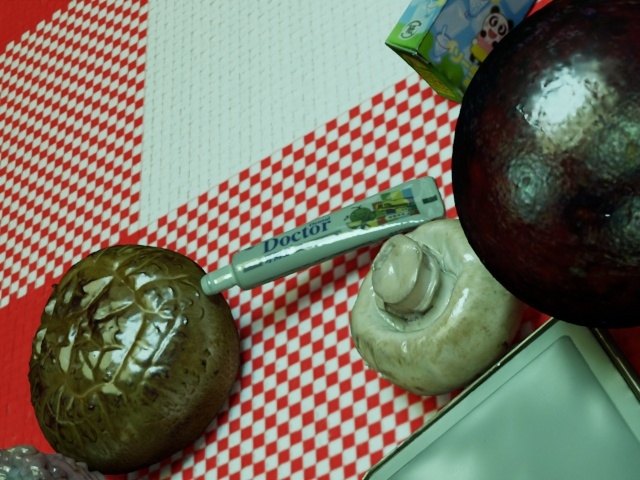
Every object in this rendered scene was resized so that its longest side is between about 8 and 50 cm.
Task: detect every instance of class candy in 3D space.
[{"bbox_3d":[0.158,-0.246,1.711,0.062,0.097,0.194,23,78,54],"label":"candy"}]

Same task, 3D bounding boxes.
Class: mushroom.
[{"bbox_3d":[-0.203,0.123,1.752,0.253,0.153,0.253,-18,59,34],"label":"mushroom"},{"bbox_3d":[0.099,0.058,1.511,0.166,0.127,0.166,-31,44,35],"label":"mushroom"}]

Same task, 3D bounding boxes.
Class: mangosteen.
[{"bbox_3d":[0.251,-0.055,1.328,0.300,0.300,0.300,-26,45,29],"label":"mangosteen"}]

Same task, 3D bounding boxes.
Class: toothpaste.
[{"bbox_3d":[0.000,0.000,1.677,0.255,0.037,0.067,-21,40,5],"label":"toothpaste"}]

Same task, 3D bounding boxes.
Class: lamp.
[{"bbox_3d":[0.172,0.217,1.378,0.266,0.047,0.269,-42,39,13],"label":"lamp"}]

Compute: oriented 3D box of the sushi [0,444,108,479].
[{"bbox_3d":[-0.268,0.336,1.631,0.236,0.171,0.270,-43,41,11],"label":"sushi"}]
